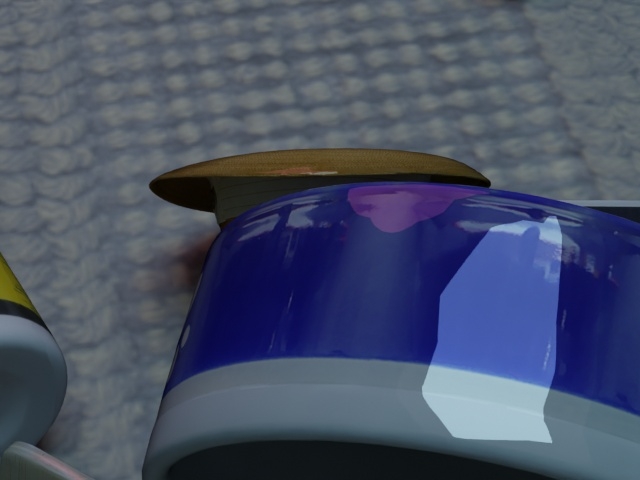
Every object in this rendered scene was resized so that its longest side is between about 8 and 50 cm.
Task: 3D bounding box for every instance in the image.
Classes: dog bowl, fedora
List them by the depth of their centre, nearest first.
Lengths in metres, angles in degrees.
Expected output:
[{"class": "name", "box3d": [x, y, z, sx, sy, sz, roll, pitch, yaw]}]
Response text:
[{"class": "dog bowl", "box3d": [0.067, 0.082, 0.792, 0.265, 0.265, 0.104, 10, 66, 7]}, {"class": "fedora", "box3d": [0.000, 0.000, 1.020, 0.194, 0.194, 0.079, -1, 85, -3]}]

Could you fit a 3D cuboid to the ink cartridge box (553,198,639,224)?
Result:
[{"class": "ink cartridge box", "box3d": [0.119, 0.054, 0.950, 0.333, 0.165, 0.065, 1, 48, -3]}]

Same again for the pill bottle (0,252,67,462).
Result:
[{"class": "pill bottle", "box3d": [-0.226, 0.022, 0.998, 0.119, 0.119, 0.208, -23, 52, -21]}]

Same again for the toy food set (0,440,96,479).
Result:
[{"class": "toy food set", "box3d": [-0.140, 0.240, 0.820, 0.220, 0.092, 0.306, 26, 52, 20]}]
